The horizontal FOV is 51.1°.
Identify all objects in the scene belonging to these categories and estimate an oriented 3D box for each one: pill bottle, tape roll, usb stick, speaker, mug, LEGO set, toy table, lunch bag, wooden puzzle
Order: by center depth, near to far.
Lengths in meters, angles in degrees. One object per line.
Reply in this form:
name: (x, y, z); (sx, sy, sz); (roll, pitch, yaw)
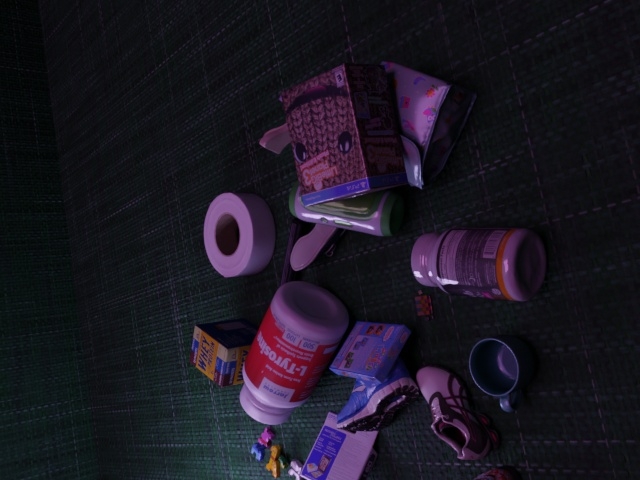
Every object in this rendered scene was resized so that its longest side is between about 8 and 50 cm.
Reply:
mug: (0.417, 0.293, 1.527); (0.129, 0.097, 0.157); (26, 111, 43)
pill bottle: (0.356, 0.049, 1.534); (0.279, 0.162, 0.162); (2, 93, 48)
lunch bag: (0.221, -0.283, 1.652); (0.223, 0.160, 0.262); (34, 111, 36)
wooden puzzle: (0.270, 0.169, 1.743); (0.049, 0.006, 0.083); (-14, 82, 46)
speaker: (0.068, -0.093, 1.802); (0.297, 0.131, 0.131); (12, 102, 25)
toy table: (-0.046, -0.300, 1.905); (0.274, 0.252, 0.160); (42, 105, 48)
pill bottle: (-0.093, 0.340, 1.981); (0.229, 0.229, 0.407); (46, 124, 35)
usb stick: (-0.089, 0.062, 2.078); (0.045, 0.077, 0.277); (14, 105, 7)
LEGO set: (-0.145, 0.681, 2.158); (0.227, 0.087, 0.093); (32, 115, 40)
tape roll: (-0.275, -0.019, 2.251); (0.286, 0.100, 0.286); (3, 94, 46)

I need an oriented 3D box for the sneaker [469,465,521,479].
sneaker: (0.342, 0.627, 1.589); (0.270, 0.145, 0.090); (-51, 57, 36)

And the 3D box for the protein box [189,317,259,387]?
protein box: (-0.289, 0.364, 2.210); (0.200, 0.201, 0.135); (25, 110, 44)

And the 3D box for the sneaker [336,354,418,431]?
sneaker: (0.145, 0.417, 1.827); (0.330, 0.130, 0.147); (-51, 37, 40)

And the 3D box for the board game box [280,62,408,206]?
board game box: (0.054, -0.248, 1.609); (0.232, 0.141, 0.290); (-12, 90, 47)

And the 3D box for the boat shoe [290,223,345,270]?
boat shoe: (0.000, 0.000, 1.972); (0.254, 0.079, 0.095); (-54, 54, 31)

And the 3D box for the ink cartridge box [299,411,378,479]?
ink cartridge box: (0.062, 0.621, 1.933); (0.206, 0.045, 0.208); (8, 66, 47)

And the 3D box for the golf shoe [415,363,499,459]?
golf shoe: (0.313, 0.411, 1.631); (0.273, 0.120, 0.105); (49, 127, 35)

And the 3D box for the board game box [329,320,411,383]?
board game box: (0.129, 0.293, 1.783); (0.160, 0.039, 0.211); (-57, 23, -21)
